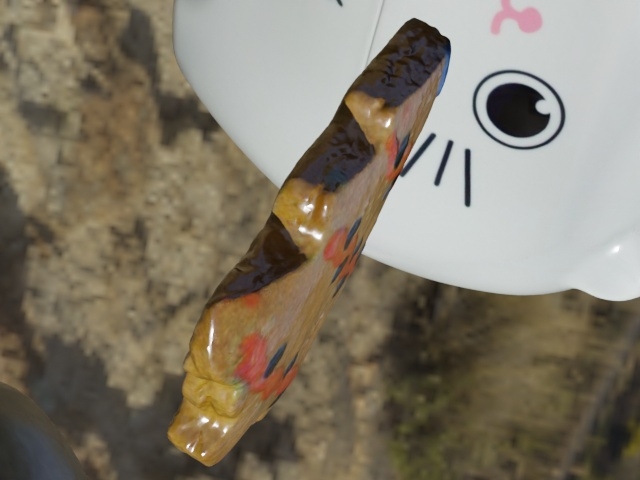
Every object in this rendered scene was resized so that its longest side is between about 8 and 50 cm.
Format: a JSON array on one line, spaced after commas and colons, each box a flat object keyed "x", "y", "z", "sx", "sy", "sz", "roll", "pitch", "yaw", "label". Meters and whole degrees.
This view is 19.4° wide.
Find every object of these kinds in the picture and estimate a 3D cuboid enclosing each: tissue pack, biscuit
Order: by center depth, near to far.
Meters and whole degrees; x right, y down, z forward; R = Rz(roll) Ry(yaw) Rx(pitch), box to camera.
[{"x": 0.000, "y": 0.000, "z": 0.484, "sx": 0.130, "sy": 0.019, "sz": 0.119, "roll": -61, "pitch": 174, "yaw": -6, "label": "biscuit"}, {"x": 0.099, "y": -0.144, "z": 0.735, "sx": 0.229, "sy": 0.236, "sz": 0.333, "roll": -32, "pitch": 150, "yaw": -42, "label": "tissue pack"}]

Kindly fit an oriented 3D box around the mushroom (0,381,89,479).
[{"x": -0.156, "y": 0.111, "z": 0.718, "sx": 0.188, "sy": 0.141, "sz": 0.117, "roll": -77, "pitch": 164, "yaw": -76, "label": "mushroom"}]
